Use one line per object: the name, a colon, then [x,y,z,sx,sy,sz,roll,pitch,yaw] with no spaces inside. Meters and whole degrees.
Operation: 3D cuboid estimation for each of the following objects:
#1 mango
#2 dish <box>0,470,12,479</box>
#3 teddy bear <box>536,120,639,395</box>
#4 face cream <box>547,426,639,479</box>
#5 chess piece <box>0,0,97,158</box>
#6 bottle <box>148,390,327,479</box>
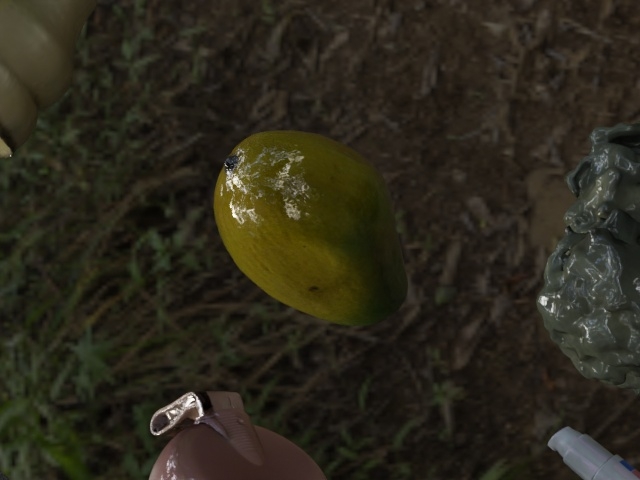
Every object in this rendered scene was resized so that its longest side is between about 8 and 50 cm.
mango: [-0.007,-0.001,1.057,0.237,0.137,0.091,75,-159,-55]
dish: [-0.116,0.257,0.552,0.120,0.303,0.303,4,93,35]
teddy bear: [0.360,-0.021,0.972,0.224,0.357,0.367,80,-149,-74]
face cream: [0.223,0.182,0.986,0.130,0.034,0.034,38,121,26]
chess piece: [-0.107,-0.193,0.648,0.307,0.124,0.139,-53,26,-15]
bottle: [-0.109,0.274,1.053,0.206,0.173,0.296,52,126,47]
